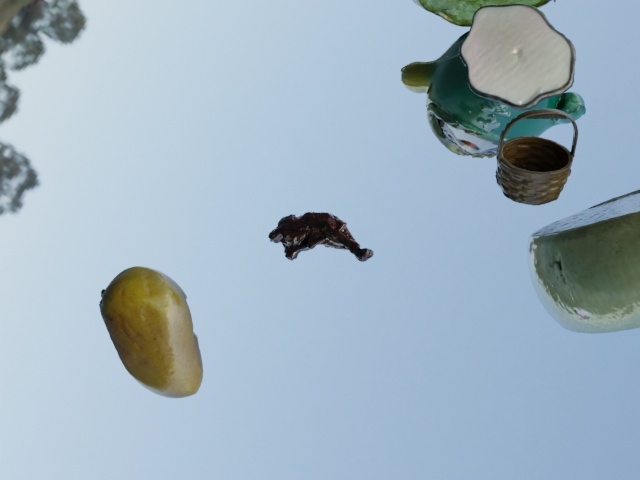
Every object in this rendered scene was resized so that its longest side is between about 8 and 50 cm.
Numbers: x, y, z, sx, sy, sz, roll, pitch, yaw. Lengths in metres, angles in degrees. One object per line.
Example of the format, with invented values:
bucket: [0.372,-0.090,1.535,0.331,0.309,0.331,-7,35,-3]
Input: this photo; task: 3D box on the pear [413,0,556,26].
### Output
pear: [0.302,-0.522,1.966,0.255,0.238,0.164,-28,-141,41]

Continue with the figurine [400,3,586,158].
figurine: [0.309,-0.274,1.818,0.340,0.323,0.231,124,-13,-78]

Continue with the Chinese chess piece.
Chinese chess piece: [0.325,0.005,0.973,0.250,0.101,0.250,-19,-177,1]

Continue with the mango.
mango: [-0.306,0.173,1.880,0.167,0.262,0.130,-18,-171,13]

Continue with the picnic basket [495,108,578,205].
picnic basket: [0.192,-0.081,0.903,0.072,0.072,0.083,-97,-174,-51]

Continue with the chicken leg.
chicken leg: [0.000,-0.006,1.772,0.219,0.048,0.090,2,-102,30]
